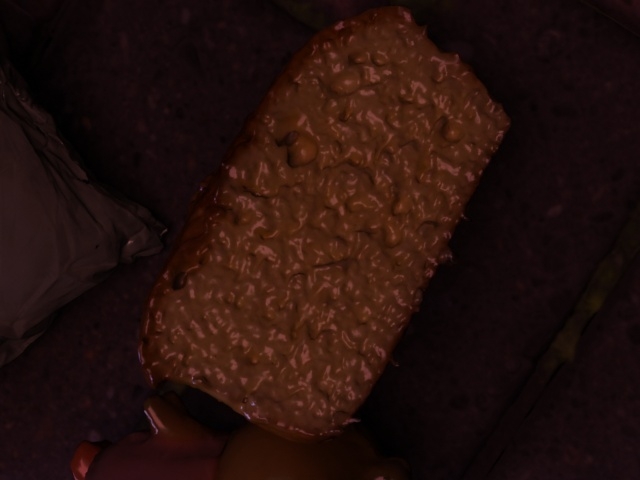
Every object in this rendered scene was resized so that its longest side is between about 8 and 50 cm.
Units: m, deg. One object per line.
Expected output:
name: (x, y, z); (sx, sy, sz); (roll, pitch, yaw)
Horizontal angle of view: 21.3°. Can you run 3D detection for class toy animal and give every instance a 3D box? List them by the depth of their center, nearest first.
toy animal: (-0.059, 0.203, 1.335); (0.281, 0.169, 0.195); (-15, 105, 15)

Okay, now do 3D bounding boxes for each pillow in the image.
pillow: (-0.314, -0.028, 1.363); (0.283, 0.138, 0.310); (-33, 119, 8)

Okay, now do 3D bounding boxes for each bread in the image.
bread: (0.000, 0.000, 1.287); (0.194, 0.179, 0.340); (29, 74, 3)

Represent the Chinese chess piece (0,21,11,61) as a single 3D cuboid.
Chinese chess piece: (-0.331, -0.150, 1.430); (0.144, 0.058, 0.144); (2, 97, 13)
